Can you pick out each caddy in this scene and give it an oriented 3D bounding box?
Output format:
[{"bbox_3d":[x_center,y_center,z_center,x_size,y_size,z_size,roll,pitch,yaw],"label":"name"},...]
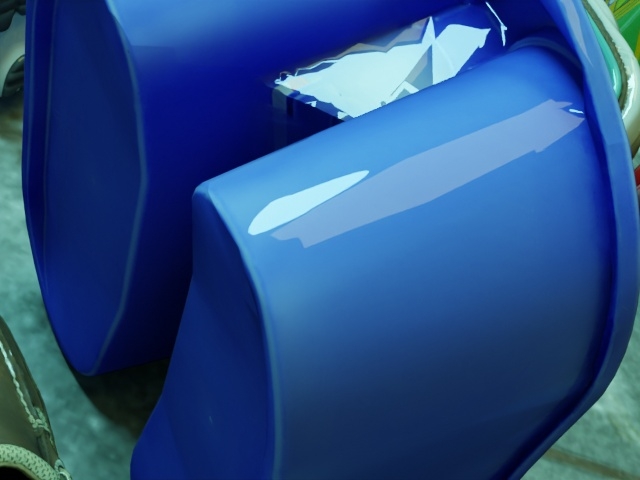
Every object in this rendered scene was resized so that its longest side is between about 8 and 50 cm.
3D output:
[{"bbox_3d":[0.000,0.000,0.529,0.179,0.341,0.241,-20,66,-24],"label":"caddy"}]

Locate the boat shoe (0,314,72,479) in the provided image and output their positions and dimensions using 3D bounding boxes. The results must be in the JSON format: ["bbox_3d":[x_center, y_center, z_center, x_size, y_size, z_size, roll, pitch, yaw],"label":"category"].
[{"bbox_3d":[-0.131,0.103,0.509,0.095,0.095,0.257,-2,56,-36],"label":"boat shoe"}]

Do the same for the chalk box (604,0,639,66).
[{"bbox_3d":[0.373,-0.227,0.993,0.179,0.289,0.180,33,42,-5],"label":"chalk box"}]

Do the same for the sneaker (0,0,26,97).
[{"bbox_3d":[-0.235,-0.106,0.638,0.110,0.107,0.275,32,34,22],"label":"sneaker"}]

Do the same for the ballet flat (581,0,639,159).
[{"bbox_3d":[0.135,-0.210,0.955,0.139,0.139,0.400,1,58,-34],"label":"ballet flat"}]

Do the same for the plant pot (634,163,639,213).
[{"bbox_3d":[0.325,-0.030,0.867,0.174,0.191,0.191,45,43,3],"label":"plant pot"}]
